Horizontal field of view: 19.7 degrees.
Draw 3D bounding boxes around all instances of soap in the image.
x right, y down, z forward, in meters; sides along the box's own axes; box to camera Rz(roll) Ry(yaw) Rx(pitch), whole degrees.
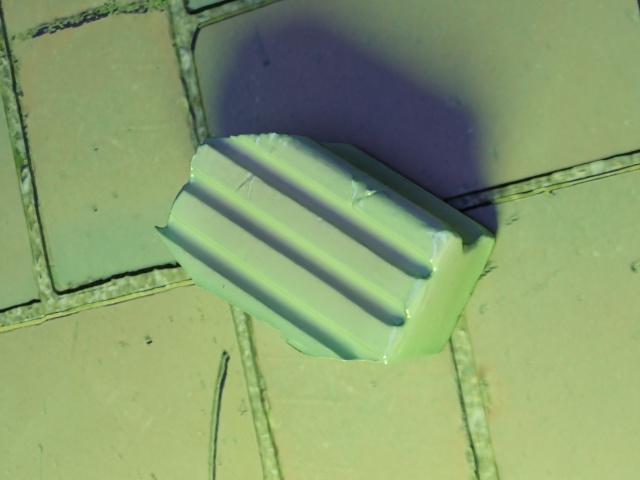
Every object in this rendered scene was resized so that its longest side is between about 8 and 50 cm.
[{"bbox_3d":[0.000,0.000,1.411,0.230,0.091,0.145,34,107,27],"label":"soap"}]
